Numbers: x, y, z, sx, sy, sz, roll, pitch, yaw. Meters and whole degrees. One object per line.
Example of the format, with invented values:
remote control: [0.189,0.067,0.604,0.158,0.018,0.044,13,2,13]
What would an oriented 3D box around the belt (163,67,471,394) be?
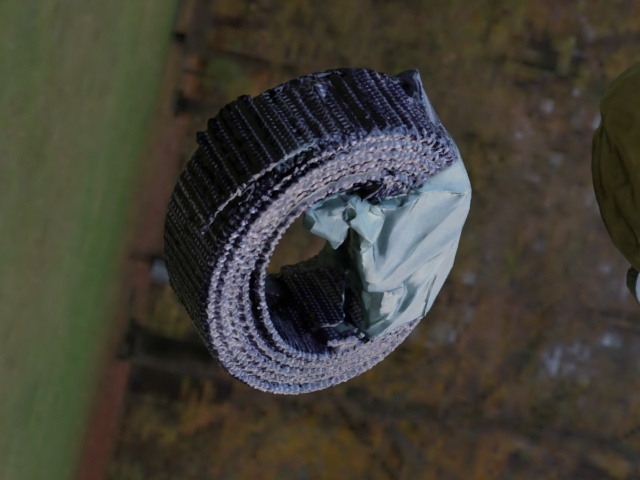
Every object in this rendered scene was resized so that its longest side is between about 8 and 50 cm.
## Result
belt: [0.000,0.000,1.533,0.122,0.260,0.325,53,-19,37]

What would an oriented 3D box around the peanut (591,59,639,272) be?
peanut: [0.280,0.010,1.145,0.313,0.149,0.149,55,-25,20]

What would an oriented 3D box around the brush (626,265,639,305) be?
brush: [0.397,-0.017,1.649,0.062,0.266,0.027,64,-7,-32]
